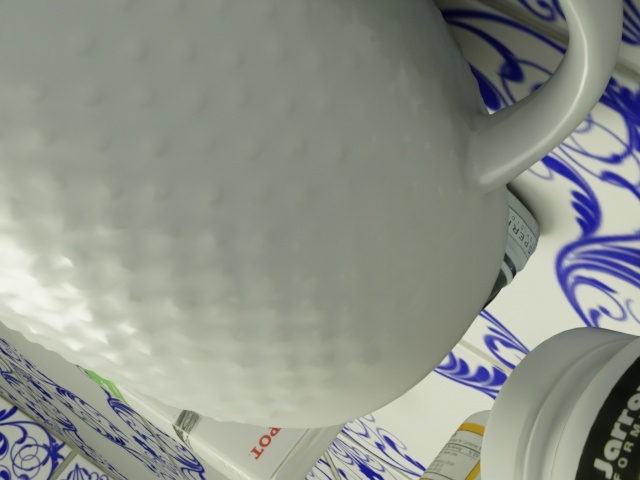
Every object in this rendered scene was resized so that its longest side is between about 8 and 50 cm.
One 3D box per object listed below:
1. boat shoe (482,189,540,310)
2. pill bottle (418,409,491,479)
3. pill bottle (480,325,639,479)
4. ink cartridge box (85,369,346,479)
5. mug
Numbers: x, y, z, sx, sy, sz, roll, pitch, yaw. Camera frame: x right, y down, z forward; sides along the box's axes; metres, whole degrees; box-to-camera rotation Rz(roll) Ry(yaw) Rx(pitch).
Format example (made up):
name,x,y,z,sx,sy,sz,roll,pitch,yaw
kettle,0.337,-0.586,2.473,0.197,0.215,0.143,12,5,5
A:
name,x,y,z,sx,sy,sz,roll,pitch,yaw
boat shoe,0.000,0.000,1.133,0.121,0.119,0.335,47,162,-24
pill bottle,0.124,0.197,1.227,0.117,0.208,0.117,35,163,13
pill bottle,0.240,0.144,0.876,0.334,0.188,0.188,14,150,54
ink cartridge box,-0.080,0.114,1.535,0.219,0.160,0.092,34,164,20
mug,-0.035,-0.079,0.817,0.374,0.276,0.328,-23,127,37
